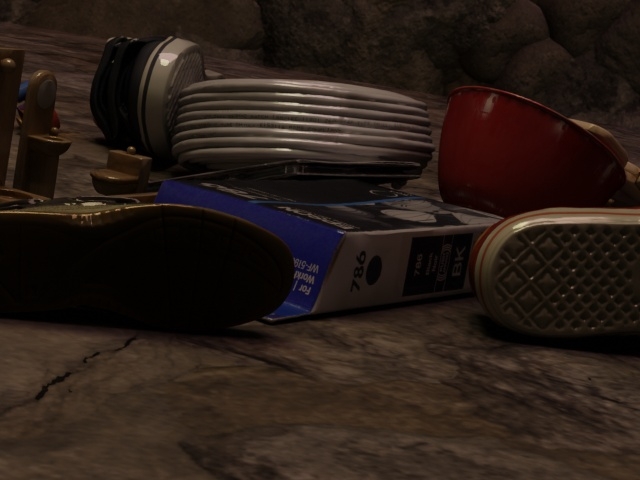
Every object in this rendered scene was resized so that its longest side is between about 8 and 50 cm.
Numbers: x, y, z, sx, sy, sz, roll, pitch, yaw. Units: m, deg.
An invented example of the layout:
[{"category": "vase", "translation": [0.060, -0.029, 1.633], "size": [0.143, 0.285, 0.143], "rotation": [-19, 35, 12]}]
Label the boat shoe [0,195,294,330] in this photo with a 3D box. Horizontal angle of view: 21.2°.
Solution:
[{"category": "boat shoe", "translation": [-0.128, 0.006, 1.038], "size": [0.223, 0.080, 0.073], "rotation": [2, 17, -20]}]

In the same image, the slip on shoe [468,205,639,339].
[{"category": "slip on shoe", "translation": [0.261, 0.025, 1.252], "size": [0.331, 0.123, 0.101], "rotation": [3, 7, -14]}]

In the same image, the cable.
[{"category": "cable", "translation": [-0.015, -0.105, 1.671], "size": [0.257, 0.089, 0.257], "rotation": [4, -2, -13]}]

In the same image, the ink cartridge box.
[{"category": "ink cartridge box", "translation": [0.000, 0.000, 1.271], "size": [0.165, 0.065, 0.332], "rotation": [16, 12, 31]}]

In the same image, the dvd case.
[{"category": "dvd case", "translation": [-0.033, -0.053, 1.499], "size": [0.164, 0.018, 0.221], "rotation": [-8, -3, 30]}]

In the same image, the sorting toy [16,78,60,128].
[{"category": "sorting toy", "translation": [-0.310, -0.135, 1.810], "size": [0.042, 0.061, 0.102], "rotation": [-29, 14, -14]}]

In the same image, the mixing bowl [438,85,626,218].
[{"category": "mixing bowl", "translation": [0.175, -0.052, 1.561], "size": [0.181, 0.098, 0.181], "rotation": [28, -13, 7]}]

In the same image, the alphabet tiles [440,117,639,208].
[{"category": "alphabet tiles", "translation": [0.255, -0.053, 1.657], "size": [0.284, 0.021, 0.278], "rotation": [17, -15, 38]}]

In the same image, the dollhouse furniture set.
[{"category": "dollhouse furniture set", "translation": [-0.178, -0.077, 1.347], "size": [0.151, 0.123, 0.144], "rotation": [15, 11, 26]}]

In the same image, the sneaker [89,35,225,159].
[{"category": "sneaker", "translation": [-0.186, -0.153, 1.807], "size": [0.127, 0.126, 0.321], "rotation": [15, -1, 4]}]
